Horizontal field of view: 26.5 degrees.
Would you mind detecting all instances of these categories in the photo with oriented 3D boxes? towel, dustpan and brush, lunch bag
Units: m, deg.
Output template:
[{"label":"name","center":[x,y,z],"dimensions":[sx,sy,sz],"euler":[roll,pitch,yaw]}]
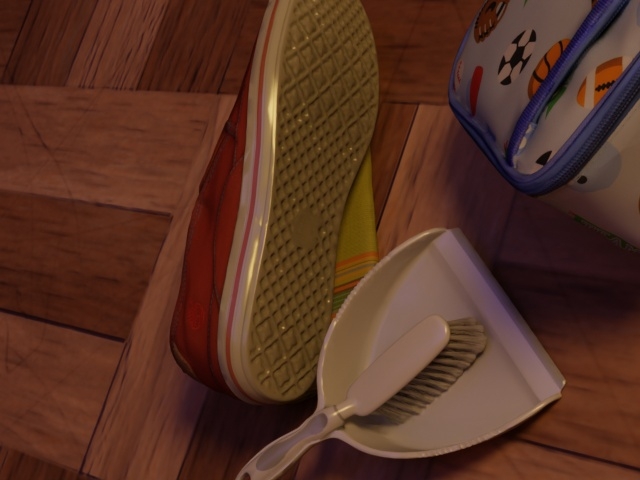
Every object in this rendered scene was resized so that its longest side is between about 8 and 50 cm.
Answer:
[{"label":"towel","center":[0.000,0.000,0.998],"dimensions":[0.102,0.021,0.237],"euler":[-20,56,27]},{"label":"dustpan and brush","center":[0.032,0.101,0.873],"dimensions":[0.211,0.060,0.147],"euler":[-43,58,18]},{"label":"lunch bag","center":[0.204,-0.154,0.767],"dimensions":[0.303,0.115,0.243],"euler":[-57,17,15]}]

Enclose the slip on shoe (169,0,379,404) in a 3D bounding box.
[{"label":"slip on shoe","center":[-0.037,-0.047,0.964],"dimensions":[0.101,0.123,0.331],"euler":[-3,69,41]}]
